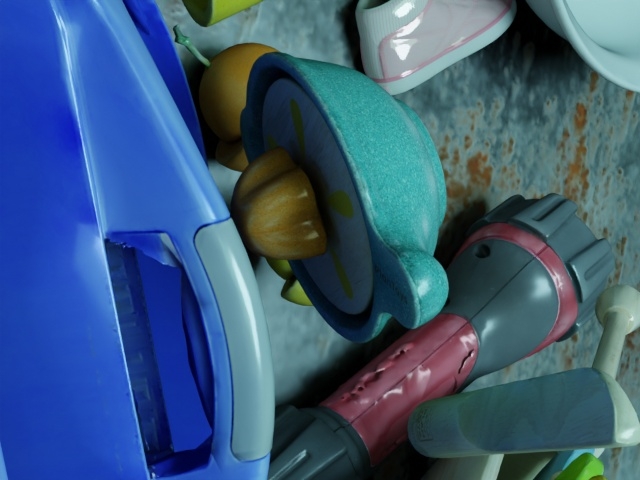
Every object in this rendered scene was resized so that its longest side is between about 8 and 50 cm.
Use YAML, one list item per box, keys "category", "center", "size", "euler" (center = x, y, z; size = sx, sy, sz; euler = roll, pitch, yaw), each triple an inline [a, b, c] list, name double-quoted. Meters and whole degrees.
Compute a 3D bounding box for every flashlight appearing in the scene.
- category: "flashlight"
  center: [0.064, 0.079, 0.660]
  size: [0.304, 0.103, 0.103]
  euler: [-34, 114, -34]

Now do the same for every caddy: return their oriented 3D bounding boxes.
- category: "caddy"
  center: [-0.106, 0.045, 0.408]
  size: [0.241, 0.179, 0.342]
  euler: [-49, 131, -73]

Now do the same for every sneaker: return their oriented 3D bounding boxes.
- category: "sneaker"
  center: [0.075, -0.154, 0.689]
  size: [0.134, 0.051, 0.070]
  euler: [-35, 119, -28]

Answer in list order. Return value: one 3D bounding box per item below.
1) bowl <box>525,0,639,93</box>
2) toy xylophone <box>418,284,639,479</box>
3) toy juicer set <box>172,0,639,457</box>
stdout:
- category: "bowl"
  center: [0.220, -0.260, 0.727]
  size: [0.297, 0.134, 0.298]
  euler: [-16, 119, -30]
- category: "toy xylophone"
  center: [0.101, 0.152, 0.545]
  size: [0.081, 0.236, 0.322]
  euler: [40, 26, 5]
- category: "toy juicer set"
  center: [0.000, 0.000, 0.501]
  size: [0.089, 0.209, 0.329]
  euler: [-20, 63, -18]
